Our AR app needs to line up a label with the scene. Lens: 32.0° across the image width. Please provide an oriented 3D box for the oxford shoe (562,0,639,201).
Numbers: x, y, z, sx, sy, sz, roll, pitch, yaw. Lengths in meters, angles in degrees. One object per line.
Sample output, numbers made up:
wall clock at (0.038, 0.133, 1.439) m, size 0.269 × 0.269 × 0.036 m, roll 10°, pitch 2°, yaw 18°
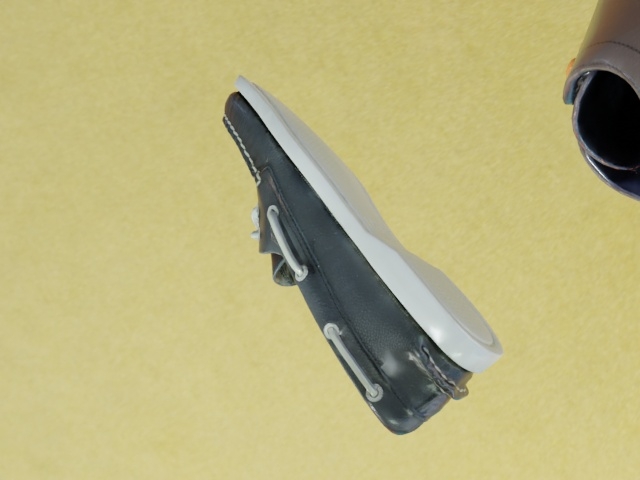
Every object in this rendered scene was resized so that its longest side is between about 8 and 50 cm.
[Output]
oxford shoe at (0.115, -0.077, 0.353) m, size 0.098 × 0.271 × 0.097 m, roll -28°, pitch 120°, yaw 18°

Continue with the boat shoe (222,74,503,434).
boat shoe at (0.000, 0.000, 0.777) m, size 0.091 × 0.114 × 0.302 m, roll -46°, pitch 52°, yaw 12°
